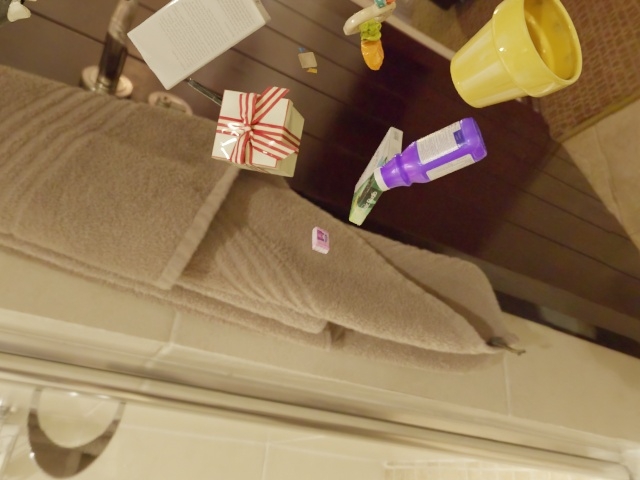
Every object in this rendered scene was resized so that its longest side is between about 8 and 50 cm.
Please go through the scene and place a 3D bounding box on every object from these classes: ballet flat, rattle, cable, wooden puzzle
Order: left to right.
[{"bbox_3d":[-1.083,-0.871,1.682,0.280,0.096,0.095,-61,10,4],"label":"ballet flat"},{"bbox_3d":[-0.456,-0.603,2.069,0.072,0.287,0.139,-55,30,21],"label":"cable"},{"bbox_3d":[-0.056,-0.807,2.099,0.116,0.079,0.014,74,-148,-44],"label":"wooden puzzle"},{"bbox_3d":[0.149,-0.530,1.174,0.200,0.130,0.142,-1,97,59],"label":"rattle"}]

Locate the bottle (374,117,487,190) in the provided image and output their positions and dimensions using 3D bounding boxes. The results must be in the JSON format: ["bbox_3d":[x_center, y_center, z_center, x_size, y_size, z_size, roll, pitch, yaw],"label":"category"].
[{"bbox_3d":[0.278,-0.211,1.217,0.283,0.092,0.118,-23,44,25],"label":"bottle"}]

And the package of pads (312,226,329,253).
[{"bbox_3d":[0.000,0.000,1.444,0.032,0.050,0.083,-49,27,35],"label":"package of pads"}]

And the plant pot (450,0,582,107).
[{"bbox_3d":[0.474,-0.457,1.180,0.239,0.254,0.253,-21,54,53],"label":"plant pot"}]

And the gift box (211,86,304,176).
[{"bbox_3d":[-0.184,-0.358,1.560,0.258,0.277,0.254,3,-86,-78],"label":"gift box"}]

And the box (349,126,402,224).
[{"bbox_3d":[0.210,-0.243,1.794,0.232,0.059,0.322,-76,11,-46],"label":"box"}]

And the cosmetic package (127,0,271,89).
[{"bbox_3d":[-0.434,-0.777,1.708,0.454,0.230,0.161,-26,25,16],"label":"cosmetic package"}]
